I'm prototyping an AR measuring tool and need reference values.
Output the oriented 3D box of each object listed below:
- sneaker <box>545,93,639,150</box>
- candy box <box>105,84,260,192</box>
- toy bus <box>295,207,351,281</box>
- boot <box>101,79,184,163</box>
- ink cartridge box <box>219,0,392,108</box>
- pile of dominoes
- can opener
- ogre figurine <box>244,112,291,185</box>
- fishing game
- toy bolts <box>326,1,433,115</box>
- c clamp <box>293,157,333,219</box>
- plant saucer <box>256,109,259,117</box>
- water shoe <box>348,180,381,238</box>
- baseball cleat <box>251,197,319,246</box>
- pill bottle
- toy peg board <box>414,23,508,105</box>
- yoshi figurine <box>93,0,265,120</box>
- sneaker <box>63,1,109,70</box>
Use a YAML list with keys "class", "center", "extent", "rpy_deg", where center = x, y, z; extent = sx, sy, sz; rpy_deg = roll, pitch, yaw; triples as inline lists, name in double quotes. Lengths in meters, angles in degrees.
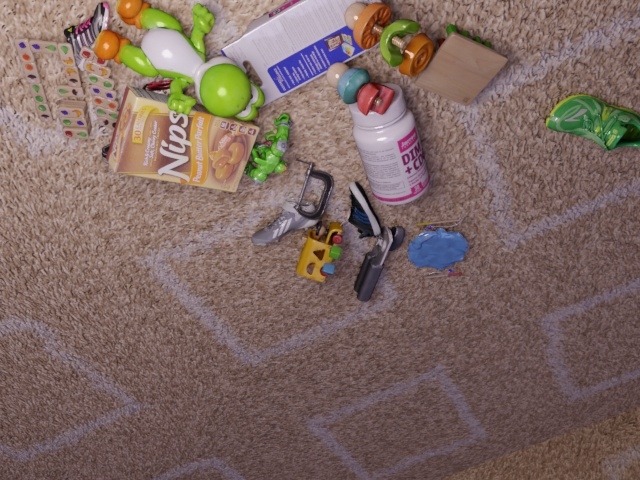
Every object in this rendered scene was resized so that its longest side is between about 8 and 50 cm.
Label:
- class: "sneaker"
  center: [0.742, -0.308, 1.606]
  extent: [0.296, 0.123, 0.109]
  rpy_deg: [5, 129, -12]
- class: "candy box"
  center: [-0.321, -0.231, 1.438]
  extent: [0.317, 0.087, 0.182]
  rpy_deg: [7, 115, -40]
- class: "toy bus"
  center: [-0.004, 0.012, 1.717]
  extent: [0.104, 0.202, 0.191]
  rpy_deg: [18, 153, -6]
- class: "boot"
  center: [-0.422, -0.285, 1.462]
  extent: [0.237, 0.085, 0.178]
  rpy_deg: [-14, 130, -13]
- class: "ink cartridge box"
  center: [-0.028, -0.464, 1.393]
  extent: [0.371, 0.069, 0.175]
  rpy_deg: [-27, 129, 10]
- class: "pile of dominoes"
  center: [-0.568, -0.337, 1.388]
  extent: [0.196, 0.040, 0.251]
  rpy_deg: [3, 143, -6]
- class: "can opener"
  center: [0.185, 0.072, 1.863]
  extent: [0.095, 0.076, 0.283]
  rpy_deg: [0, 133, -20]
- class: "ogre figurine"
  center: [-0.134, -0.217, 1.546]
  extent: [0.197, 0.118, 0.097]
  rpy_deg: [-33, 127, 18]
- class: "fishing game"
  center: [0.358, 0.025, 1.878]
  extent: [0.189, 0.041, 0.264]
  rpy_deg: [-9, 136, 8]
- class: "toy bolts"
  center: [0.120, -0.411, 1.374]
  extent: [0.218, 0.158, 0.228]
  rpy_deg: [-13, 137, -58]
- class: "c clamp"
  center: [-0.031, -0.137, 1.661]
  extent: [0.137, 0.022, 0.160]
  rpy_deg: [7, 103, -32]
- class: "plant saucer"
  center: [-0.172, -0.333, 1.468]
  extent: [0.013, 0.083, 0.083]
  rpy_deg: [-36, 127, 1]
- class: "water shoe"
  center: [0.109, -0.078, 1.730]
  extent: [0.080, 0.073, 0.203]
  rpy_deg: [-22, 129, 12]
- class: "baseball cleat"
  center: [-0.110, -0.060, 1.721]
  extent: [0.206, 0.072, 0.109]
  rpy_deg: [-22, 124, -4]
- class: "pill bottle"
  center: [0.174, -0.242, 1.545]
  extent: [0.160, 0.160, 0.283]
  rpy_deg: [-19, 130, 7]
- class: "toy peg board"
  center: [0.337, -0.434, 1.483]
  extent: [0.161, 0.079, 0.160]
  rpy_deg: [16, 141, -20]
- class: "yoshi figurine"
  center: [-0.281, -0.375, 1.293]
  extent: [0.362, 0.203, 0.203]
  rpy_deg: [28, 138, -13]
- class: "sneaker"
  center: [-0.517, -0.451, 1.326]
  extent: [0.075, 0.063, 0.170]
  rpy_deg: [21, 128, -31]
